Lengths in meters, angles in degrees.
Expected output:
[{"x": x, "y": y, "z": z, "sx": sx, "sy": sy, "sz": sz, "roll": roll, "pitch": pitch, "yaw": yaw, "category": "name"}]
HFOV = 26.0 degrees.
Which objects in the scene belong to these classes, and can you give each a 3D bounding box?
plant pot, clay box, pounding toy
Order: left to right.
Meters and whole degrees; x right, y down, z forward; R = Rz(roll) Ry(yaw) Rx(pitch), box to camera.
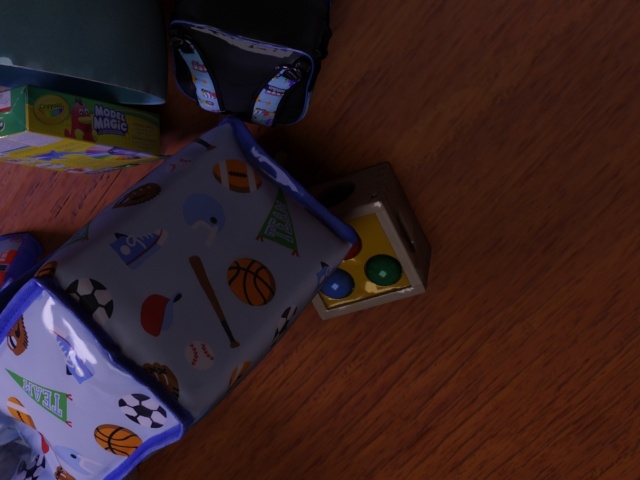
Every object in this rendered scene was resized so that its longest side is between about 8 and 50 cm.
[{"x": -0.278, "y": -0.249, "z": 1.325, "sx": 0.290, "sy": 0.290, "sz": 0.196, "roll": 8, "pitch": 91, "yaw": 5, "category": "plant pot"}, {"x": -0.267, "y": -0.111, "z": 1.452, "sx": 0.127, "sy": 0.222, "sz": 0.053, "roll": -9, "pitch": 82, "yaw": 34, "category": "clay box"}, {"x": -0.009, "y": -0.006, "z": 1.527, "sx": 0.206, "sy": 0.094, "sz": 0.181, "roll": -17, "pitch": 120, "yaw": 20, "category": "pounding toy"}]

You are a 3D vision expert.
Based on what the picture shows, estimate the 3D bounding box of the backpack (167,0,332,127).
[{"x": -0.070, "y": -0.192, "z": 1.395, "sx": 0.158, "sy": 0.117, "sz": 0.173, "roll": 15, "pitch": 158, "yaw": 2, "category": "backpack"}]

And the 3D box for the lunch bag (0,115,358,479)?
[{"x": -0.201, "y": 0.094, "z": 1.448, "sx": 0.239, "sy": 0.328, "sz": 0.385, "roll": 46, "pitch": 140, "yaw": 0, "category": "lunch bag"}]

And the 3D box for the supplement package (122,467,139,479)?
[{"x": -0.380, "y": 0.324, "z": 1.722, "sx": 0.198, "sy": 0.263, "sz": 0.199, "roll": -12, "pitch": 121, "yaw": 18, "category": "supplement package"}]

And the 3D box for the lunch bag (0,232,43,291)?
[{"x": -0.446, "y": 0.111, "z": 1.612, "sx": 0.293, "sy": 0.221, "sz": 0.138, "roll": -32, "pitch": 114, "yaw": 28, "category": "lunch bag"}]
